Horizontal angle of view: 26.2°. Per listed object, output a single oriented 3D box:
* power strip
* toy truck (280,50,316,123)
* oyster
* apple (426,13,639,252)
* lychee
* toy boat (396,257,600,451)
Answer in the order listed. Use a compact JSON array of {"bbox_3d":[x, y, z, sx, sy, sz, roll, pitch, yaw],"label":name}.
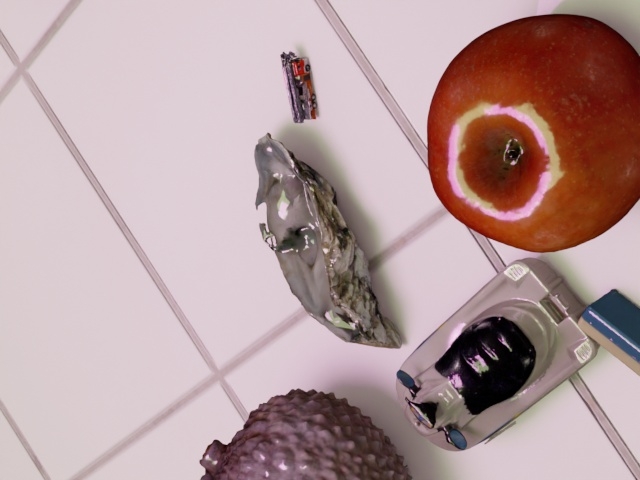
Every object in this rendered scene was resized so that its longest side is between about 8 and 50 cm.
[{"bbox_3d":[0.319,0.101,1.377,0.123,0.056,0.032,40,131,20],"label":"power strip"},{"bbox_3d":[-0.025,-0.175,1.561,0.024,0.032,0.083,7,113,43],"label":"toy truck"},{"bbox_3d":[-0.003,0.001,1.584,0.252,0.087,0.199,40,141,29],"label":"oyster"},{"bbox_3d":[0.207,-0.099,1.284,0.218,0.201,0.218,11,111,31],"label":"apple"},{"bbox_3d":[-0.019,0.324,1.617,0.300,0.300,0.300,18,120,34],"label":"lychee"},{"bbox_3d":[0.170,0.141,1.475,0.269,0.141,0.141,-44,79,29],"label":"toy boat"}]
